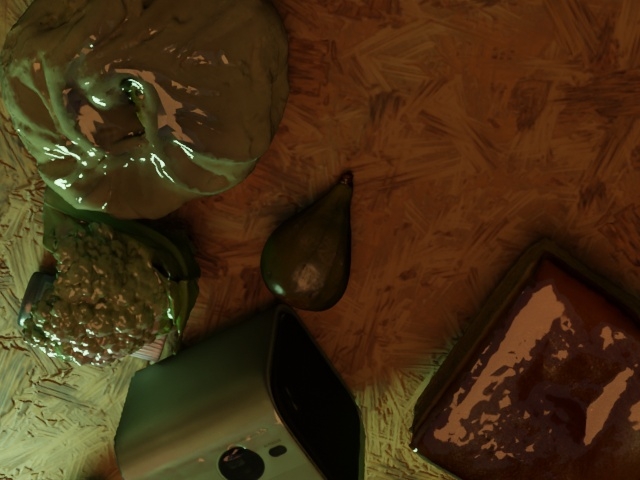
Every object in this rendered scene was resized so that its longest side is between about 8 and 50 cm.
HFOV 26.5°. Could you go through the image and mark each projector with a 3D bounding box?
[{"bbox_3d":[-0.105,0.270,1.864,0.249,0.248,0.249,-26,116,17],"label":"projector"}]

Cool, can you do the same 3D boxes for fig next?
[{"bbox_3d":[-0.017,0.001,1.795,0.126,0.133,0.185,0,83,21],"label":"fig"}]

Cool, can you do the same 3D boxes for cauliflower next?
[{"bbox_3d":[-0.289,0.026,1.768,0.256,0.315,0.239,-24,154,-29],"label":"cauliflower"}]

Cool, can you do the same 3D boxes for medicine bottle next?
[{"bbox_3d":[-0.311,0.110,1.879,0.203,0.083,0.083,19,120,-7],"label":"medicine bottle"}]

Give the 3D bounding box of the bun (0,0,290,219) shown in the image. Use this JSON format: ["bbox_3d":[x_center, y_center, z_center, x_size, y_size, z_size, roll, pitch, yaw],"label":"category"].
[{"bbox_3d":[-0.209,-0.179,1.628,0.359,0.211,0.360,2,122,3],"label":"bun"}]

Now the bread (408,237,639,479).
[{"bbox_3d":[0.330,0.206,1.832,0.323,0.143,0.333,29,107,-12],"label":"bread"}]
